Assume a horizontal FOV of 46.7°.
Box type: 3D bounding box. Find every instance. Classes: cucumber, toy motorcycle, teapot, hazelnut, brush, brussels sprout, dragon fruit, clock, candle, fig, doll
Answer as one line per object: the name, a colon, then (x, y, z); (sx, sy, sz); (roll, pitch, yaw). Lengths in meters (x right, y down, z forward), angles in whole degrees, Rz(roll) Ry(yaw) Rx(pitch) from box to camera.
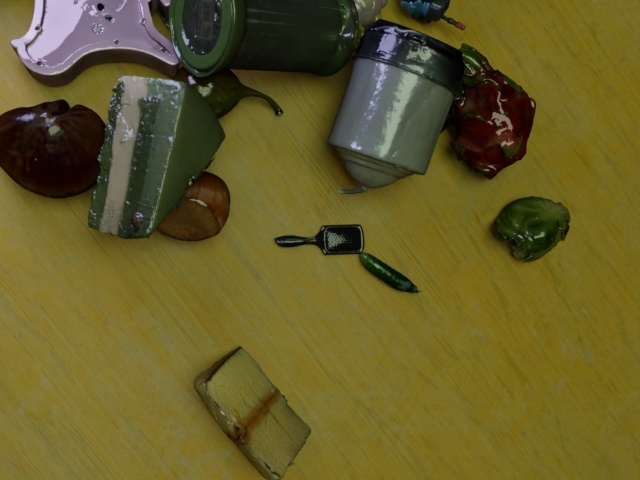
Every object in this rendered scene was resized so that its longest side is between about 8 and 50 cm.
cucumber: (0.145, 0.074, 1.545); (0.155, 0.037, 0.037); (32, 77, -10)
toy motorcycle: (0.287, -0.584, 1.613); (0.182, 0.123, 0.272); (32, 74, 11)
teapot: (-0.108, -0.412, 1.411); (0.337, 0.270, 0.200); (-9, 112, -42)
hazelnut: (-0.483, -0.168, 1.319); (0.204, 0.178, 0.178); (17, 80, -4)
brush: (0.000, 0.000, 1.519); (0.193, 0.016, 0.063); (-3, 85, -17)
brussels sprout: (0.468, -0.036, 1.623); (0.181, 0.100, 0.139); (-29, 74, -6)
dragon fruit: (0.335, -0.266, 1.569); (0.269, 0.198, 0.200); (38, 102, -9)
clock: (-0.403, -0.387, 1.399); (0.290, 0.080, 0.275); (29, 79, -7)
candle: (0.138, -0.246, 1.465); (0.221, 0.221, 0.342); (18, 98, -14)
hazelnut: (-0.244, -0.074, 1.397); (0.150, 0.150, 0.150); (2, 84, -16)
fig: (-0.173, -0.283, 1.453); (0.236, 0.124, 0.124); (5, 83, -27)
doll: (0.044, -0.573, 1.548); (0.160, 0.094, 0.365); (-20, 91, -20)

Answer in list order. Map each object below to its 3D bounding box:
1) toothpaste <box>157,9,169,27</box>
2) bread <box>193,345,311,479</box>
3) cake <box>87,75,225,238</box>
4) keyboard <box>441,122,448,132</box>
toothpaste: (-0.233, -0.494, 1.492); (0.204, 0.031, 0.049); (-33, 93, -14)
bread: (-0.116, 0.323, 1.373); (0.135, 0.178, 0.240); (-38, 94, -15)
cake: (-0.314, -0.157, 1.292); (0.158, 0.172, 0.283); (9, 52, 25)
keyboard: (0.215, -0.220, 1.606); (0.155, 0.010, 0.053); (-45, 98, -15)
